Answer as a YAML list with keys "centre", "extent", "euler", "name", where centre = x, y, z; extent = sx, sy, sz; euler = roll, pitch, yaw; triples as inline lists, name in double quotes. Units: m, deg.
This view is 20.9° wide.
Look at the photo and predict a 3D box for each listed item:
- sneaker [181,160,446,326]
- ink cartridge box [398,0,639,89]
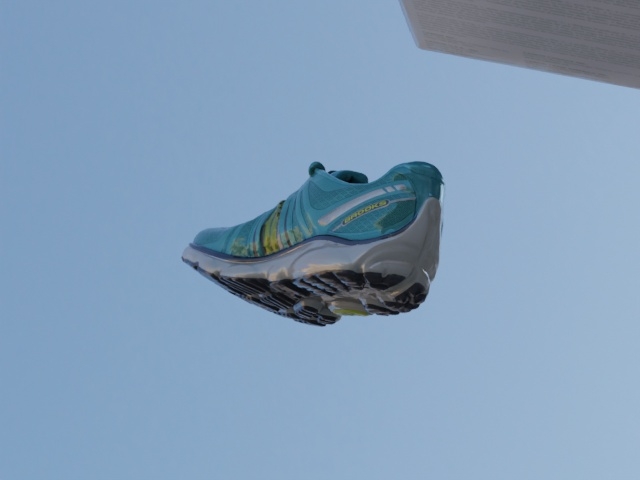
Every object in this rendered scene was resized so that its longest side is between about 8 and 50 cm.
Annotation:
- centre: [0.000, 0.000, 1.299]
  extent: [0.107, 0.110, 0.275]
  euler: [29, -21, -33]
  name: "sneaker"
- centre: [0.209, -0.229, 1.400]
  extent: [0.308, 0.091, 0.385]
  euler: [13, -12, 13]
  name: "ink cartridge box"
